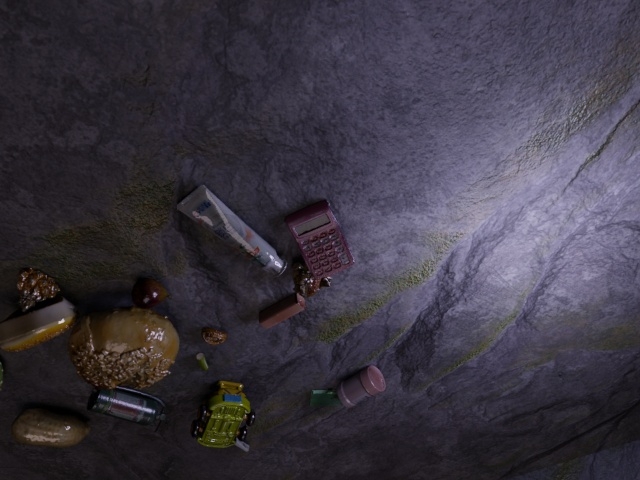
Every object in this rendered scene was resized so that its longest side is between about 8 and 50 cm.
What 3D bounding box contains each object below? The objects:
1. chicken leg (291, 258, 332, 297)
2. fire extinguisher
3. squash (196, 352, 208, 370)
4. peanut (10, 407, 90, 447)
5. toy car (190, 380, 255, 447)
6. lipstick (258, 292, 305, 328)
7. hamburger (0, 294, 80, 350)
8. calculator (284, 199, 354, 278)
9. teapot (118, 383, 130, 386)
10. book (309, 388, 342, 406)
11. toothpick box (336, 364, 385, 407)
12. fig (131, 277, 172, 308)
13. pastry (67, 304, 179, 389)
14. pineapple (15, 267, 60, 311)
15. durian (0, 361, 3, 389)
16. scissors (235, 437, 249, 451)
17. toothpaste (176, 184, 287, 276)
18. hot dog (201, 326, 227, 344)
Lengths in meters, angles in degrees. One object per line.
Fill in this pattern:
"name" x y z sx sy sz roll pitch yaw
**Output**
"chicken leg" -0.020 0.072 1.480 0.125 0.080 0.196 -6 127 -16
"fire extinguisher" -0.649 0.585 1.867 0.294 0.118 0.093 29 159 -30
"squash" -0.390 0.405 1.774 0.027 0.027 0.083 -6 134 -2
"peanut" -0.944 0.660 1.883 0.253 0.137 0.122 17 84 -22
"toy car" -0.347 0.611 1.897 0.200 0.142 0.248 16 119 -22
"lipstick" -0.117 0.212 1.613 0.145 0.045 0.045 -30 132 18
"hamburger" -0.771 0.230 1.468 0.210 0.173 0.116 -19 104 7
"calculator" 0.000 0.000 1.391 0.126 0.034 0.191 -23 103 12
"teapot" -0.659 0.432 1.756 0.110 0.085 0.080 6 165 26
"book" 0.030 0.590 2.010 0.135 0.017 0.103 1 134 -9
"toothpick box" 0.143 0.519 1.901 0.149 0.098 0.098 -36 128 25
"fig" -0.459 0.148 1.495 0.125 0.089 0.089 5 138 -47
"pastry" -0.562 0.324 1.541 0.284 0.184 0.315 -36 138 23
"pineapple" -0.774 0.140 1.430 0.077 0.114 0.114 -16 132 34
"durian" -1.090 0.354 1.552 0.198 0.163 0.394 -9 128 -2
"scissors" -0.365 0.784 2.134 0.118 0.031 0.242 -27 129 19
"toothpaste" -0.215 -0.017 1.376 0.100 0.066 0.323 -34 123 23
"hot dog" -0.331 0.299 1.674 0.083 0.035 0.058 27 128 -29
